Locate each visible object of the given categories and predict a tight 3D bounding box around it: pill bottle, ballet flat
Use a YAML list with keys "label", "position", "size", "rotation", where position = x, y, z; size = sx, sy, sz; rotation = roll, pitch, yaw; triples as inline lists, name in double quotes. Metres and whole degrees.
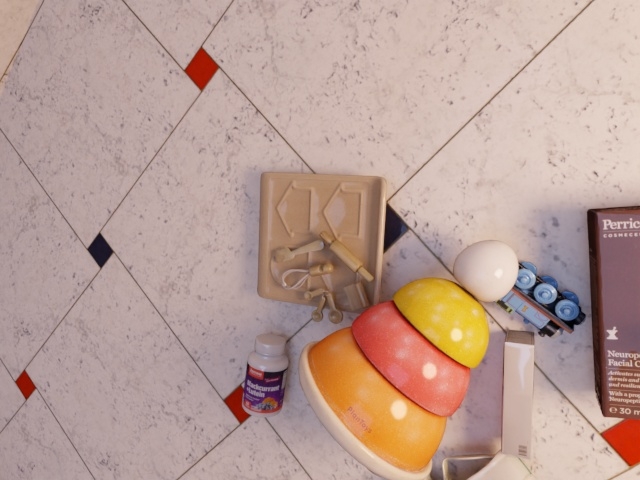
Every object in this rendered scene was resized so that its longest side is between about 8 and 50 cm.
- label: "pill bottle"
  position: [-0.141, 0.348, 1.218]
  size: [0.108, 0.108, 0.193]
  rotation: [12, 101, 22]
- label: "ballet flat"
  position: [0.284, 0.568, 1.054]
  size: [0.400, 0.139, 0.139]
  rotation: [-35, 81, 25]

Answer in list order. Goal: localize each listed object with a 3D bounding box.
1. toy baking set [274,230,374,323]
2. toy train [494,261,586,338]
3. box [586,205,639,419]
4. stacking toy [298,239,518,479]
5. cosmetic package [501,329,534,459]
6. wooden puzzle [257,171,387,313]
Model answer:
- label: "toy baking set"
  position: [0.000, 0.082, 1.085]
  size: [0.256, 0.030, 0.196]
  rotation: [48, 115, 16]
- label: "toy train"
  position: [0.440, 0.123, 0.956]
  size: [0.184, 0.080, 0.105]
  rotation: [39, 118, 14]
- label: "box"
  position: [0.606, 0.126, 0.848]
  size: [0.191, 0.143, 0.381]
  rotation: [-3, 93, 25]
- label: "stacking toy"
  position: [0.221, 0.200, 0.940]
  size: [0.350, 0.351, 0.480]
  rotation: [44, 102, 14]
- label: "cosmetic package"
  position: [0.413, 0.317, 0.976]
  size: [0.061, 0.099, 0.238]
  rotation: [2, 96, 26]
- label: "wooden puzzle"
  position: [0.000, 0.000, 1.141]
  size: [0.348, 0.080, 0.321]
  rotation: [6, 98, 28]
